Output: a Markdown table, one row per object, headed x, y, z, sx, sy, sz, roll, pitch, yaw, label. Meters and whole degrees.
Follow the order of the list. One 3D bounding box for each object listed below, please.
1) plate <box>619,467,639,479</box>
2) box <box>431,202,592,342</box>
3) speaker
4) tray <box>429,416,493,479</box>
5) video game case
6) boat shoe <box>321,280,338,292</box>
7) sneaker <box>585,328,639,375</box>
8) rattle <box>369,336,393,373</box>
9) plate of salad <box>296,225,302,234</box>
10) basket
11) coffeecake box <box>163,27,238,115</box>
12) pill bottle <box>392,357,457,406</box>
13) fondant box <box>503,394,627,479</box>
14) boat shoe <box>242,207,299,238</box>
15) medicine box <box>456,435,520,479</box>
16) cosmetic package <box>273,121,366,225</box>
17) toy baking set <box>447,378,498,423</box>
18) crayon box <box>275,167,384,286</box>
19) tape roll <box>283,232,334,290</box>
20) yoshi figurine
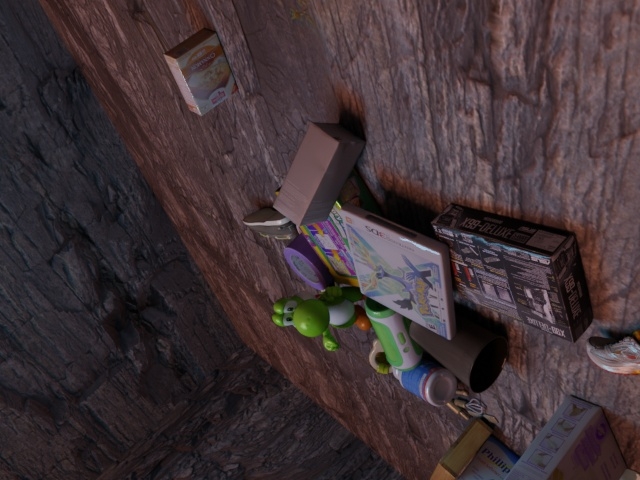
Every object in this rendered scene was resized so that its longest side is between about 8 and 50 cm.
| x | y | z | sx | sy | sz | roll | pitch | yaw | label |
| --- | --- | --- | --- | --- | --- | --- | --- | --- | --- |
| 0.827 | 0.658 | 1.574 | 0.188 | 0.024 | 0.188 | 41 | 157 | 21 | plate |
| 0.402 | 0.063 | 1.299 | 0.307 | 0.076 | 0.242 | 21 | 146 | 51 | box |
| 0.235 | 0.283 | 1.935 | 0.131 | 0.131 | 0.297 | 25 | 149 | 46 | speaker |
| 0.482 | 0.763 | 2.147 | 0.076 | 0.203 | 0.411 | 39 | 160 | 22 | tray |
| 0.197 | 0.079 | 1.528 | 0.300 | 0.036 | 0.329 | 26 | 148 | 36 | video game case |
| 0.034 | 0.158 | 2.195 | 0.059 | 0.063 | 0.170 | 35 | 155 | 44 | boat shoe |
| 0.606 | 0.204 | 1.165 | 0.225 | 0.088 | 0.093 | -2 | 106 | 63 | sneaker |
| 0.237 | 0.370 | 2.215 | 0.130 | 0.143 | 0.200 | -6 | 112 | 26 | rattle |
| 0.000 | 0.000 | 2.007 | 0.200 | 0.048 | 0.200 | 39 | 158 | 19 | plate of salad |
| 0.363 | 0.271 | 1.642 | 0.227 | 0.154 | 0.204 | 35 | 159 | 39 | basket |
| -0.330 | -0.468 | 1.706 | 0.068 | 0.142 | 0.186 | 32 | 154 | 37 | coffeecake box |
| 0.337 | 0.454 | 2.027 | 0.124 | 0.124 | 0.221 | 57 | 161 | -22 | pill bottle |
| 0.587 | 0.581 | 1.480 | 0.096 | 0.330 | 0.238 | 10 | 137 | 56 | fondant box |
| -0.178 | -0.055 | 2.176 | 0.305 | 0.109 | 0.091 | 5 | 129 | 55 | boat shoe |
| 0.544 | 0.858 | 2.100 | 0.149 | 0.289 | 0.263 | 36 | 156 | 24 | medicine box |
| -0.004 | -0.160 | 1.473 | 0.107 | 0.127 | 0.238 | 36 | 114 | 25 | cosmetic package |
| 0.469 | 0.539 | 2.054 | 0.256 | 0.030 | 0.197 | 42 | 158 | 16 | toy baking set |
| 0.069 | -0.029 | 1.747 | 0.363 | 0.106 | 0.313 | 56 | 156 | -20 | crayon box |
| -0.027 | 0.069 | 2.004 | 0.189 | 0.080 | 0.189 | 39 | 158 | 19 | tape roll |
| 0.032 | 0.227 | 1.882 | 0.203 | 0.362 | 0.204 | -39 | 61 | 47 | yoshi figurine |
